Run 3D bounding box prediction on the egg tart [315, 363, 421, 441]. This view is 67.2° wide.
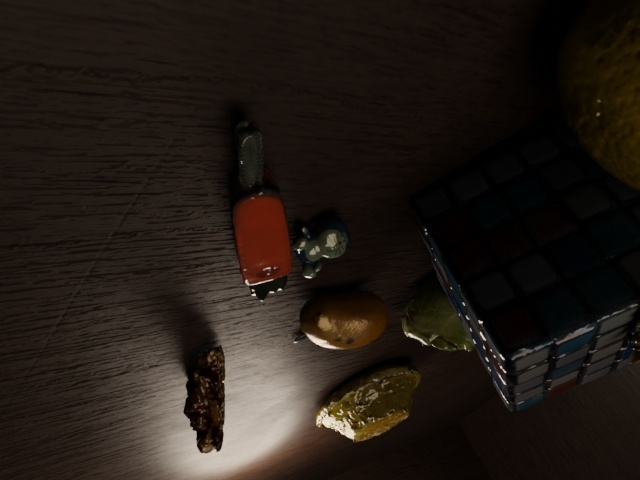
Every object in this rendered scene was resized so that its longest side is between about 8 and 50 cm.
[{"bbox_3d":[0.152,0.480,1.391,0.341,0.132,0.341,-20,148,-13],"label":"egg tart"}]

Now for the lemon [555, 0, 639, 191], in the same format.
[{"bbox_3d":[0.398,-0.173,0.513,0.253,0.310,0.253,-39,-171,8],"label":"lemon"}]

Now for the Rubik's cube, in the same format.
[{"bbox_3d":[0.343,0.046,0.731,0.291,0.287,0.293,-27,143,8],"label":"Rubik's cube"}]

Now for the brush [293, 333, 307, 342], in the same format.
[{"bbox_3d":[-0.015,0.180,0.942,0.083,0.008,0.024,-24,147,-11],"label":"brush"}]

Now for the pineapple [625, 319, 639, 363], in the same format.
[{"bbox_3d":[0.406,0.106,0.560,0.114,0.077,0.114,33,134,-9],"label":"pineapple"}]

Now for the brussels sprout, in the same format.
[{"bbox_3d":[0.261,0.145,0.999,0.183,0.146,0.131,6,-175,18],"label":"brussels sprout"}]

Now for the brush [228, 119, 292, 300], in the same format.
[{"bbox_3d":[-0.072,-0.021,0.575,0.070,0.051,0.323,-14,149,-12],"label":"brush"}]

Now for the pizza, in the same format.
[{"bbox_3d":[-0.198,0.256,0.821,0.069,0.154,0.194,1,119,-13],"label":"pizza"}]

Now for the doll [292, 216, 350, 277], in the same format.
[{"bbox_3d":[0.000,0.000,0.658,0.083,0.050,0.076,-25,131,-5],"label":"doll"}]

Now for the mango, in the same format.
[{"bbox_3d":[0.040,0.142,0.857,0.177,0.090,0.115,-2,130,-32],"label":"mango"}]
